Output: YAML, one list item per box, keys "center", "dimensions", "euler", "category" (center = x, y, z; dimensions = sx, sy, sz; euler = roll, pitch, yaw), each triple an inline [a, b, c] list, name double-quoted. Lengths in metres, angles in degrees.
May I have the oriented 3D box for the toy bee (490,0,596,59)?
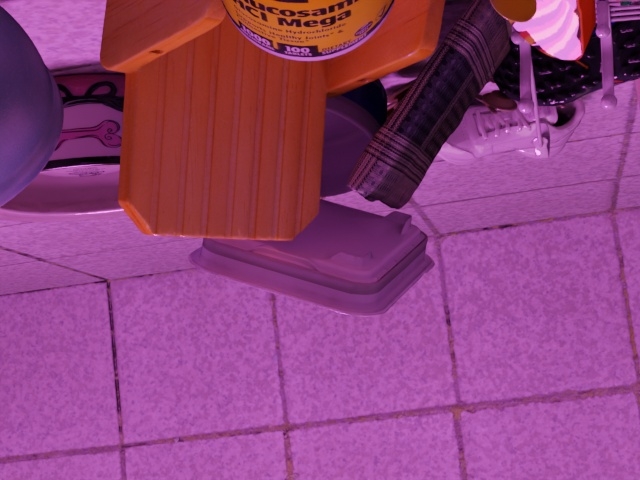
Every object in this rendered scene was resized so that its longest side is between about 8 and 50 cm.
- center: [0.223, -0.328, 1.317]
  dimensions: [0.162, 0.298, 0.195]
  euler: [19, -145, 15]
  category: "toy bee"

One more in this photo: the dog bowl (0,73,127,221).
- center: [-0.364, -0.140, 1.997]
  dimensions: [0.408, 0.150, 0.408]
  euler: [-7, 171, -1]
  category: "dog bowl"

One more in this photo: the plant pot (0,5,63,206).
- center: [-0.447, -0.181, 1.400]
  dimensions: [0.293, 0.293, 0.196]
  euler: [-6, 145, 1]
  category: "plant pot"

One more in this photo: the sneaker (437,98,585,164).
- center: [0.320, -0.212, 2.237]
  dimensions: [0.305, 0.114, 0.152]
  euler: [-7, 158, -25]
  category: "sneaker"

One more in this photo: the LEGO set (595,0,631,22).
- center: [0.345, -0.332, 1.694]
  dimensions: [0.244, 0.060, 0.182]
  euler: [4, 177, -38]
  category: "LEGO set"

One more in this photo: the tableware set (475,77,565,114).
- center: [0.288, -0.237, 1.994]
  dimensions: [0.168, 0.141, 0.020]
  euler: [-6, 127, -29]
  category: "tableware set"

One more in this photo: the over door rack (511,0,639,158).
- center: [0.395, -0.199, 1.746]
  dimensions: [0.239, 0.108, 0.324]
  euler: [-1, 151, 16]
  category: "over door rack"

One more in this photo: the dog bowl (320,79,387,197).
- center: [-0.035, -0.172, 1.877]
  dimensions: [0.265, 0.104, 0.265]
  euler: [6, 152, 3]
  category: "dog bowl"

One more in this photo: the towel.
- center: [0.151, -0.184, 1.769]
  dimensions: [0.056, 0.312, 0.324]
  euler: [34, -176, 11]
  category: "towel"

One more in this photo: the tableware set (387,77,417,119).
- center: [0.142, -0.218, 2.068]
  dimensions: [0.128, 0.039, 0.194]
  euler: [-26, 175, -10]
  category: "tableware set"

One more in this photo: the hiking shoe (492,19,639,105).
- center: [0.404, -0.262, 1.895]
  dimensions: [0.304, 0.113, 0.132]
  euler: [-4, -175, 33]
  category: "hiking shoe"

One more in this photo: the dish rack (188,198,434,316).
- center: [0.000, 0.000, 1.797]
  dimensions: [0.285, 0.072, 0.333]
  euler: [17, -160, 16]
  category: "dish rack"

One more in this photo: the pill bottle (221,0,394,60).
- center: [-0.018, -0.294, 1.153]
  dimensions: [0.188, 0.188, 0.334]
  euler: [-7, 171, 2]
  category: "pill bottle"

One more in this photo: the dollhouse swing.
- center: [-0.046, -0.176, 1.513]
  dimensions: [0.347, 0.305, 0.315]
  euler: [3, 167, -41]
  category: "dollhouse swing"

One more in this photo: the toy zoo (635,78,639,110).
- center: [0.580, -0.235, 1.921]
  dimensions: [0.030, 0.192, 0.293]
  euler: [-3, 170, -25]
  category: "toy zoo"

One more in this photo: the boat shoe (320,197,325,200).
- center: [-0.036, -0.123, 2.411]
  dimensions: [0.122, 0.120, 0.324]
  euler: [-12, 169, 32]
  category: "boat shoe"
